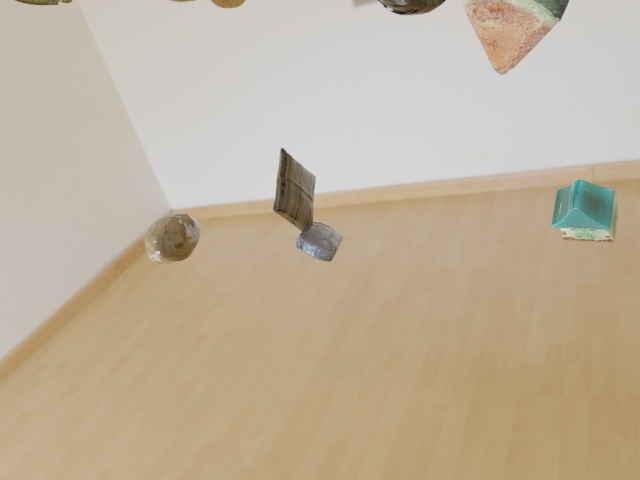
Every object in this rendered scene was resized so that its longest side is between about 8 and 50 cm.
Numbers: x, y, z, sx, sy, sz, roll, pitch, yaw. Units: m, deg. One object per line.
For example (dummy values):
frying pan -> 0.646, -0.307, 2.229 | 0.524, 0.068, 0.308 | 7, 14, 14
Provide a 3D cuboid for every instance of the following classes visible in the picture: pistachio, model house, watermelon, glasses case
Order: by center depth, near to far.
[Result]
model house -> 0.605, -0.066, 1.402 | 0.127, 0.149, 0.100 | 3, 69, 37
watermelon -> 0.503, -0.590, 1.605 | 0.283, 0.292, 0.250 | 7, 14, 19
pistachio -> -0.407, -0.008, 1.690 | 0.136, 0.135, 0.226 | -11, 19, 14
glasses case -> 0.000, 0.000, 1.692 | 0.109, 0.067, 0.282 | 24, 15, 2

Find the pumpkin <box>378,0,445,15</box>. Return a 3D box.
pumpkin -> 0.202, -0.596, 1.291 | 0.233, 0.233, 0.163 | -30, 48, -21

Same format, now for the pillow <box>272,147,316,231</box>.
pillow -> -0.073, -0.144, 1.837 | 0.052, 0.212, 0.208 | -6, 67, 29

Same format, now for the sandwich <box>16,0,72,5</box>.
sandwich -> -0.638, -0.602, 1.425 | 0.089, 0.090, 0.244 | 10, 26, 2

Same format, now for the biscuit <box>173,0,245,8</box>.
biscuit -> -0.162, -0.572, 1.261 | 0.355, 0.052, 0.275 | -10, -6, -5
